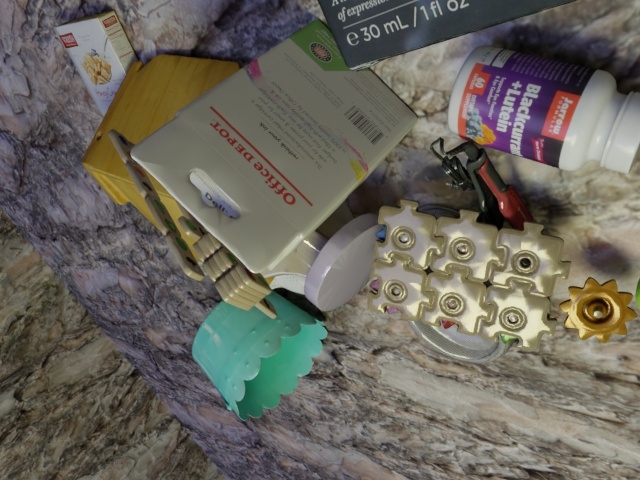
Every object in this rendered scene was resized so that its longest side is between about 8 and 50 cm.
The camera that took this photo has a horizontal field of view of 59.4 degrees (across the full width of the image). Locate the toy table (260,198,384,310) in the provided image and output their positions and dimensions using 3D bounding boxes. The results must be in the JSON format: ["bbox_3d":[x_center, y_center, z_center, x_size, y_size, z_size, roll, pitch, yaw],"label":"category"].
[{"bbox_3d":[0.000,0.000,0.912,0.161,0.252,0.274,38,174,17],"label":"toy table"}]

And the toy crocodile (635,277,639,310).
[{"bbox_3d":[0.528,0.128,0.625,0.340,0.105,0.115,25,141,19],"label":"toy crocodile"}]

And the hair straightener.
[{"bbox_3d":[0.194,-0.064,0.716,0.089,0.047,0.230,10,165,42],"label":"hair straightener"}]

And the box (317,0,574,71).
[{"bbox_3d":[0.102,-0.377,0.416,0.293,0.212,0.395,-1,125,47],"label":"box"}]

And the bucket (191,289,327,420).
[{"bbox_3d":[-0.141,0.244,1.277,0.183,0.281,0.281,37,146,25],"label":"bucket"}]

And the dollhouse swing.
[{"bbox_3d":[-0.202,-0.121,1.061,0.346,0.315,0.305,18,171,37],"label":"dollhouse swing"}]

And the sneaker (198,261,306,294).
[{"bbox_3d":[-0.135,0.069,1.203,0.297,0.129,0.111,14,135,34],"label":"sneaker"}]

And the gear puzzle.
[{"bbox_3d":[0.233,0.049,0.744,0.338,0.044,0.176,12,110,20],"label":"gear puzzle"}]

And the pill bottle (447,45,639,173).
[{"bbox_3d":[0.248,-0.139,0.609,0.193,0.108,0.108,23,141,27],"label":"pill bottle"}]

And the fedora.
[{"bbox_3d":[0.208,0.089,0.876,0.275,0.124,0.244,40,145,6],"label":"fedora"}]

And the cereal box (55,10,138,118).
[{"bbox_3d":[-0.424,-0.333,1.144,0.173,0.047,0.240,9,133,40],"label":"cereal box"}]

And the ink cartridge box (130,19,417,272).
[{"bbox_3d":[-0.055,-0.112,0.728,0.207,0.353,0.119,45,146,0],"label":"ink cartridge box"}]

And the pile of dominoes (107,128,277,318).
[{"bbox_3d":[-0.141,-0.023,0.693,0.251,0.040,0.196,54,-173,27],"label":"pile of dominoes"}]
